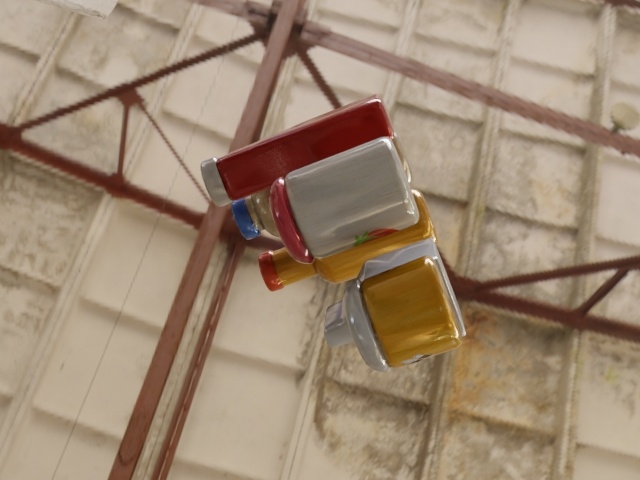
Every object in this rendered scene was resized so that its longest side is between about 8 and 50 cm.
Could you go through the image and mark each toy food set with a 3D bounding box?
[{"bbox_3d":[0.000,0.000,0.501,0.104,0.232,0.111,-20,-76,8],"label":"toy food set"}]

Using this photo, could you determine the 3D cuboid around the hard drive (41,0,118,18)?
[{"bbox_3d":[-0.170,-0.150,0.315,0.233,0.353,0.047,31,-84,-13],"label":"hard drive"}]
